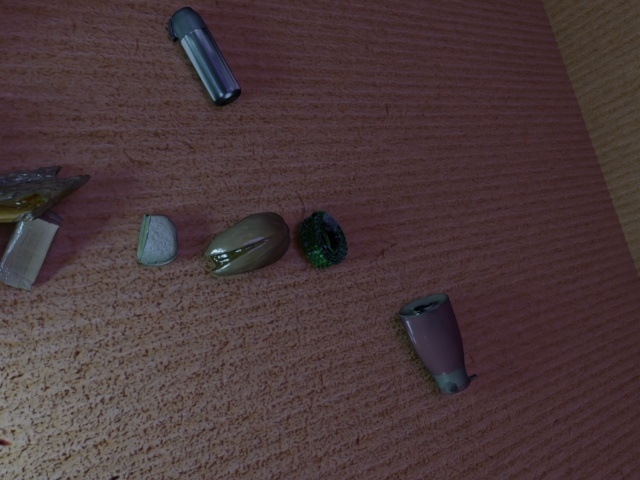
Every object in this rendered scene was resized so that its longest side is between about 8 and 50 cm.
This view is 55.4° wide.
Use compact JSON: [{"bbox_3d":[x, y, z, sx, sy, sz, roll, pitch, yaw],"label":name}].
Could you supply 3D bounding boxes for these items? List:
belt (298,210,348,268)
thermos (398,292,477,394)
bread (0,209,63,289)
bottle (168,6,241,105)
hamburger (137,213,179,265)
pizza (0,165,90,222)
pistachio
[{"bbox_3d":[0.000,0.000,1.603,0.121,0.079,0.151,-45,113,-47],"label":"belt"},{"bbox_3d":[0.336,0.292,1.707,0.265,0.145,0.176,67,26,-8],"label":"thermos"},{"bbox_3d":[-0.582,0.009,1.217,0.077,0.105,0.152,27,92,-26],"label":"bread"},{"bbox_3d":[-0.298,-0.464,1.550,0.096,0.079,0.254,-28,93,0],"label":"bottle"},{"bbox_3d":[-0.359,0.004,1.361,0.084,0.054,0.121,19,67,-34],"label":"hamburger"},{"bbox_3d":[-0.574,-0.099,1.193,0.181,0.034,0.262,29,38,29],"label":"pizza"},{"bbox_3d":[-0.167,0.011,1.440,0.225,0.136,0.136,-26,90,-29],"label":"pistachio"}]
